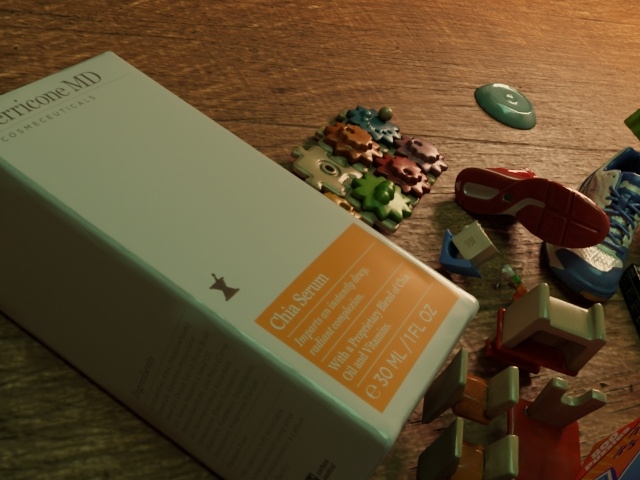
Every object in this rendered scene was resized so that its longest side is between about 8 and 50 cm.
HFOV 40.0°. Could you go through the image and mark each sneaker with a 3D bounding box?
[{"bbox_3d":[0.400,-0.037,1.239,0.112,0.131,0.296,30,38,0],"label":"sneaker"},{"bbox_3d":[0.308,-0.062,1.212,0.221,0.087,0.128,27,29,30],"label":"sneaker"}]

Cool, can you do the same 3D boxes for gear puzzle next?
[{"bbox_3d":[0.057,-0.096,1.152,0.175,0.044,0.339,33,35,7],"label":"gear puzzle"}]

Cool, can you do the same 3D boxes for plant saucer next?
[{"bbox_3d":[0.323,-0.237,1.513,0.119,0.021,0.119,18,38,-14],"label":"plant saucer"}]

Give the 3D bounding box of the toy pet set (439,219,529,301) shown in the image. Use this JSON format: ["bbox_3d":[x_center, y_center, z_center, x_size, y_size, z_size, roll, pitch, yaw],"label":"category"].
[{"bbox_3d":[0.199,0.033,1.108,0.114,0.065,0.122,37,19,-57],"label":"toy pet set"}]

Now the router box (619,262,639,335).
[{"bbox_3d":[0.471,0.094,1.204,0.092,0.038,0.122,17,38,-16],"label":"router box"}]

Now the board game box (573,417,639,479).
[{"bbox_3d":[0.348,0.298,0.548,0.356,0.356,0.356,44,48,6],"label":"board game box"}]

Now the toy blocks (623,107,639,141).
[{"bbox_3d":[0.646,-0.049,1.343,0.381,0.190,0.261,28,32,-41],"label":"toy blocks"}]

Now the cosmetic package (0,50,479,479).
[{"bbox_3d":[-0.108,0.033,0.814,0.453,0.161,0.230,34,37,9],"label":"cosmetic package"}]

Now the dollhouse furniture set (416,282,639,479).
[{"bbox_3d":[0.230,0.188,0.903,0.262,0.135,0.259,20,49,-10],"label":"dollhouse furniture set"}]
